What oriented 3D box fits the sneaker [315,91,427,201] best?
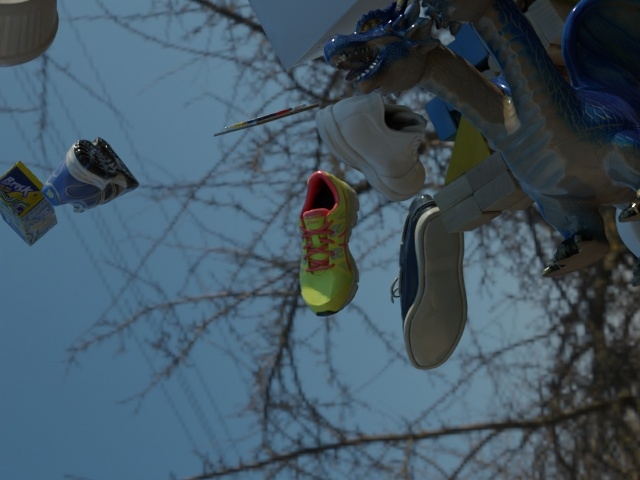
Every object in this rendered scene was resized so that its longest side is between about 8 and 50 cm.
[{"bbox_3d":[0.085,-0.108,1.173,0.212,0.094,0.080,25,-139,-57],"label":"sneaker"}]

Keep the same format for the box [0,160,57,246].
[{"bbox_3d":[-0.393,-0.046,1.392,0.059,0.054,0.169,45,163,2],"label":"box"}]

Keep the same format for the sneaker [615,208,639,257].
[{"bbox_3d":[0.326,0.006,0.907,0.296,0.147,0.104,3,-100,-33],"label":"sneaker"}]

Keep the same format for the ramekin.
[{"bbox_3d":[-0.596,-0.447,1.869,0.127,0.273,0.272,122,166,-46],"label":"ramekin"}]

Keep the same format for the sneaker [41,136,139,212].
[{"bbox_3d":[-0.299,-0.082,1.355,0.080,0.081,0.211,50,-175,6],"label":"sneaker"}]

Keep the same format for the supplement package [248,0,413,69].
[{"bbox_3d":[0.025,-0.334,1.064,0.145,0.262,0.204,-27,-93,-31],"label":"supplement package"}]

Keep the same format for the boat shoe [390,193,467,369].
[{"bbox_3d":[0.146,0.059,1.454,0.079,0.095,0.254,-125,27,-59],"label":"boat shoe"}]

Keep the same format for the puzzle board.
[{"bbox_3d":[-0.077,-0.174,1.492,0.128,0.096,0.011,-23,-79,-43],"label":"puzzle board"}]

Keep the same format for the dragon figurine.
[{"bbox_3d":[0.136,-0.061,0.495,0.289,0.085,0.144,0,-122,-41],"label":"dragon figurine"}]

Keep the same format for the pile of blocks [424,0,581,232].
[{"bbox_3d":[0.191,-0.183,0.987,0.113,0.149,0.362,-3,-63,-52],"label":"pile of blocks"}]

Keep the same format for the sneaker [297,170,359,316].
[{"bbox_3d":[0.000,0.000,1.393,0.094,0.082,0.208,49,-144,-55],"label":"sneaker"}]
